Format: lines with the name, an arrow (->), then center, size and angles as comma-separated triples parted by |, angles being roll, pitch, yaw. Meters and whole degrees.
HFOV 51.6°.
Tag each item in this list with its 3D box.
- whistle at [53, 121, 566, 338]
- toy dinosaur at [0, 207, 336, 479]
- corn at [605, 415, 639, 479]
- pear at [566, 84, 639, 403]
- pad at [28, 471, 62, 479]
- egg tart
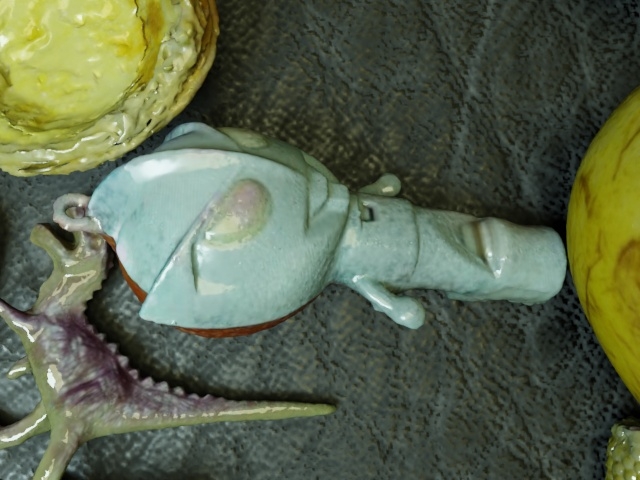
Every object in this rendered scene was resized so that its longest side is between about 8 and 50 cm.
whistle -> 0.000, 0.000, 0.454 | 0.346, 0.142, 0.134 | 7, 117, -14
toy dinosaur -> -0.144, 0.104, 0.469 | 0.251, 0.072, 0.200 | 42, 75, 9
corn -> 0.246, 0.277, 0.479 | 0.086, 0.086, 0.288 | -1, 87, -3
pear -> 0.288, 0.003, 0.398 | 0.280, 0.281, 0.281 | 0, 88, -3
pad -> -0.223, 0.297, 0.460 | 0.158, 0.003, 0.235 | 38, 86, 21
egg tart -> -0.170, -0.136, 0.450 | 0.212, 0.090, 0.213 | -1, 77, 5
